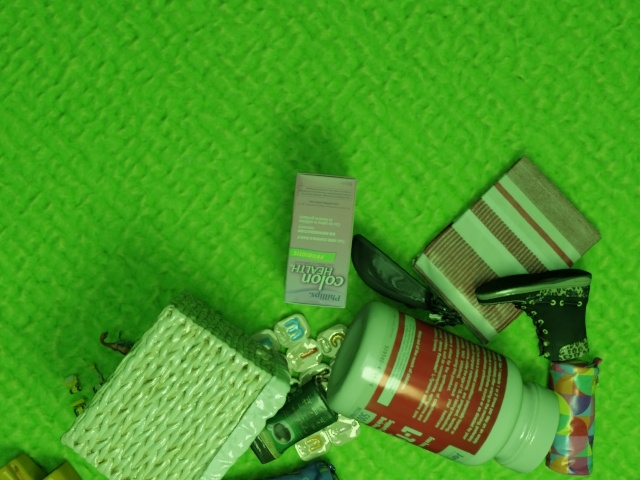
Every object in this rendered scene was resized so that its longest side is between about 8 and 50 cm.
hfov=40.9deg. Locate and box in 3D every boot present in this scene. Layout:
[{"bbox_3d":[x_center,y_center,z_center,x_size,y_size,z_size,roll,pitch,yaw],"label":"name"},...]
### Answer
[{"bbox_3d":[0.430,0.157,1.712,0.236,0.085,0.179,-8,104,-7],"label":"boot"}]

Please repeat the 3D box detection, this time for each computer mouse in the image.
[{"bbox_3d":[0.153,0.093,1.695,0.272,0.188,0.072,40,94,17],"label":"computer mouse"}]

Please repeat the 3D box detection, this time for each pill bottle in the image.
[{"bbox_3d":[0.236,0.292,1.651,0.407,0.229,0.229,23,90,-5],"label":"pill bottle"}]

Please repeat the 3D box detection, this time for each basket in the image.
[{"bbox_3d":[-0.250,0.293,1.585,0.266,0.328,0.331,39,89,-3],"label":"basket"}]

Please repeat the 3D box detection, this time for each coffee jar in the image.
[{"bbox_3d":[-0.063,0.363,1.714,0.184,0.079,0.096,-32,97,1],"label":"coffee jar"}]

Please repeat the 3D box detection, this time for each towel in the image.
[{"bbox_3d":[0.378,0.020,1.760,0.329,0.037,0.237,-43,92,1],"label":"towel"}]

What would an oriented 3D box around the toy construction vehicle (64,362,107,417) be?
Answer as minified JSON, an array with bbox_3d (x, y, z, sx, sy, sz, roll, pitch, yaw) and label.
[{"bbox_3d":[-0.475,0.312,1.762,0.086,0.035,0.098,-28,87,11],"label":"toy construction vehicle"}]

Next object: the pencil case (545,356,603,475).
[{"bbox_3d":[0.509,0.350,1.725,0.104,0.104,0.236,5,91,0],"label":"pencil case"}]

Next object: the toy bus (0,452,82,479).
[{"bbox_3d":[-0.510,0.564,1.718,0.130,0.108,0.333,-37,89,-1],"label":"toy bus"}]

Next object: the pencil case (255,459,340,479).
[{"bbox_3d":[-0.100,0.528,1.714,0.306,0.119,0.133,-14,75,0],"label":"pencil case"}]

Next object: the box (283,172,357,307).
[{"bbox_3d":[0.000,0.000,1.670,0.117,0.213,0.243,5,90,0],"label":"box"}]

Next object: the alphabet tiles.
[{"bbox_3d":[-0.038,0.301,1.763,0.278,0.021,0.284,-27,89,2],"label":"alphabet tiles"}]

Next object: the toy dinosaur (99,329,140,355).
[{"bbox_3d":[-0.404,0.211,1.741,0.082,0.090,0.047,12,103,-43],"label":"toy dinosaur"}]
